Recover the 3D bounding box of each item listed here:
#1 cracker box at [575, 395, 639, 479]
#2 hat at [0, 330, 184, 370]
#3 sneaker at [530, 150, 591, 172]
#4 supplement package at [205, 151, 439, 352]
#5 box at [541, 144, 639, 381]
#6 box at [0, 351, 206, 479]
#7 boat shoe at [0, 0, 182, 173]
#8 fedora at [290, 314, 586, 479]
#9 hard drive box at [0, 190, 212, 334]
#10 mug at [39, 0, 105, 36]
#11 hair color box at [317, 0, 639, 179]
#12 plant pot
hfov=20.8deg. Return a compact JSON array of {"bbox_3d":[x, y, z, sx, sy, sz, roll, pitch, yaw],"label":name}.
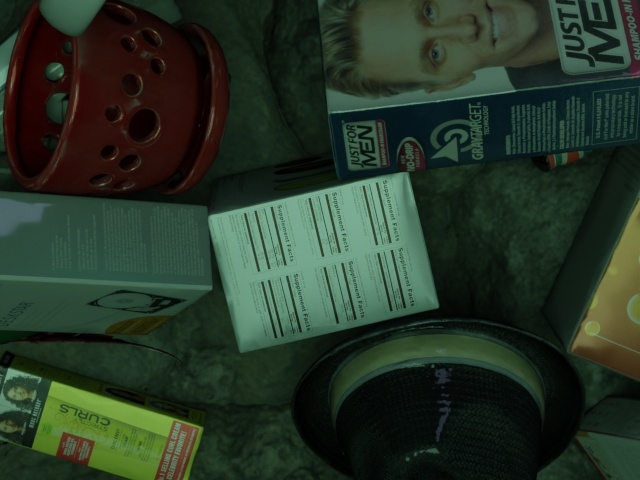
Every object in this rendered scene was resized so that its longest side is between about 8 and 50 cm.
[{"bbox_3d":[0.376,0.246,1.815,0.067,0.232,0.155,-39,101,-16],"label":"cracker box"},{"bbox_3d":[-0.288,0.082,1.764,0.208,0.183,0.173,-33,139,-21],"label":"hat"},{"bbox_3d":[0.247,-0.157,1.825,0.075,0.057,0.161,-16,101,-15],"label":"sneaker"},{"bbox_3d":[0.000,0.000,1.774,0.203,0.194,0.149,-13,103,1],"label":"supplement package"},{"bbox_3d":[0.404,-0.020,1.793,0.215,0.168,0.345,22,101,-6],"label":"box"},{"bbox_3d":[-0.246,0.197,1.880,0.232,0.058,0.087,18,100,-5],"label":"box"},{"bbox_3d":[-0.287,-0.134,1.782,0.367,0.136,0.156,-43,103,-2],"label":"boat shoe"},{"bbox_3d":[0.128,0.221,1.769,0.334,0.152,0.334,-3,142,-3],"label":"fedora"},{"bbox_3d":[-0.245,0.025,1.674,0.232,0.181,0.089,4,71,-25],"label":"hard drive box"},{"bbox_3d":[-0.130,-0.329,1.499,0.276,0.328,0.374,35,55,-13],"label":"mug"},{"bbox_3d":[0.176,-0.174,1.665,0.347,0.174,0.105,-7,143,3],"label":"hair color box"},{"bbox_3d":[-0.189,-0.130,1.645,0.174,0.191,0.191,8,103,-28],"label":"plant pot"}]
